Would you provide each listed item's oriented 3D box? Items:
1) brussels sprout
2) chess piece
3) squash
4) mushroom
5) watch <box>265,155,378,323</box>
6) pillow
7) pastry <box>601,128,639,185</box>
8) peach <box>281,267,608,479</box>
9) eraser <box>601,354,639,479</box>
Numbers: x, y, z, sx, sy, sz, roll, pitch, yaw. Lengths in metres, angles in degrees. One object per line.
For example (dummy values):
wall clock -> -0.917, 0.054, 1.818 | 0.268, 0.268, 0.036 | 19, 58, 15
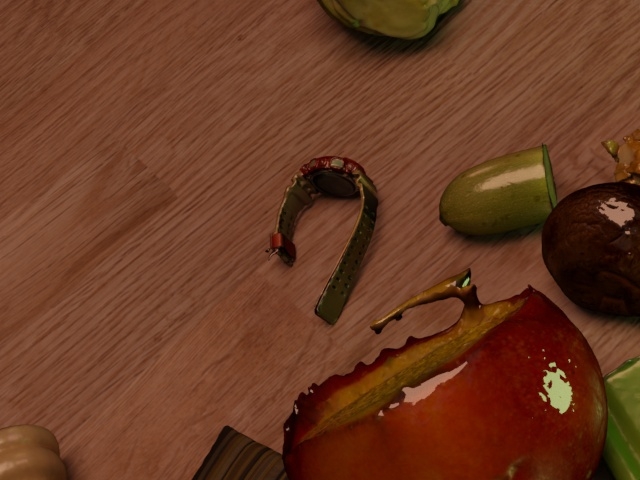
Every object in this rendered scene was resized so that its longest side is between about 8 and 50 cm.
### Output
brussels sprout -> 0.103, -0.519, 2.238 | 0.344, 0.268, 0.344 | -7, 57, 11
chess piece -> -0.415, 0.431, 1.849 | 0.167, 0.167, 0.299 | -32, 56, -1
squash -> 0.268, -0.066, 1.934 | 0.187, 0.123, 0.123 | -16, 51, 17
mushroom -> 0.412, 0.021, 1.750 | 0.231, 0.194, 0.138 | -7, 51, 32
watch -> -0.002, -0.007, 2.030 | 0.165, 0.102, 0.268 | 9, 68, 37
pillow -> -0.111, 0.387, 1.798 | 0.212, 0.052, 0.208 | 19, 67, 36
pastry -> 0.545, -0.133, 1.862 | 0.250, 0.102, 0.154 | -4, 53, 22
peach -> 0.170, 0.251, 1.603 | 0.406, 0.310, 0.335 | -34, 12, 0
eraser -> 0.468, 0.269, 1.608 | 0.210, 0.092, 0.274 | -29, 51, 2
